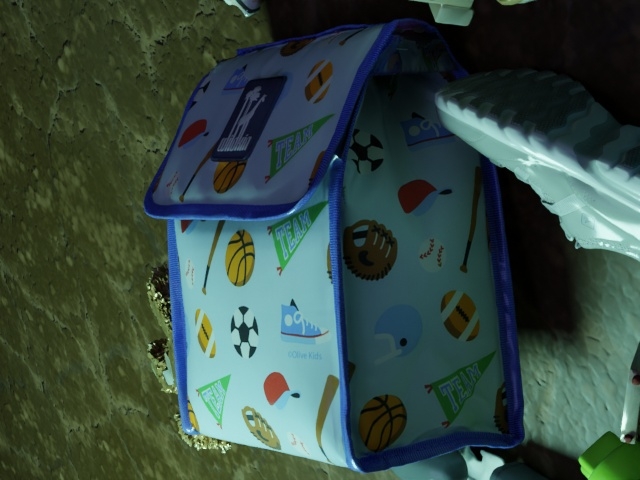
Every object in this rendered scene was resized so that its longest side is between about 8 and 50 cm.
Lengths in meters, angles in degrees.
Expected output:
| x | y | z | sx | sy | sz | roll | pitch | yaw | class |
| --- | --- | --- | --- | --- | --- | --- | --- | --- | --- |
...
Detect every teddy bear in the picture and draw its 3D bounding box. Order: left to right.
| x | y | z | sx | sy | sz | roll | pitch | yaw | class |
| --- | --- | --- | --- | --- | --- | --- | --- | --- | --- |
| -0.127 | 0.144 | 1.713 | 0.245 | 0.113 | 0.338 | 55 | 154 | 30 | teddy bear |

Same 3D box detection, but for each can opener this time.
| x | y | z | sx | sy | sz | roll | pitch | yaw | class |
| --- | --- | --- | --- | --- | --- | --- | --- | --- | --- |
| 0.169 | 0.256 | 1.332 | 0.283 | 0.095 | 0.076 | 26 | 121 | 54 | can opener |

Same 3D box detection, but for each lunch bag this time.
| x | y | z | sx | sy | sz | roll | pitch | yaw | class |
| --- | --- | --- | --- | --- | --- | --- | --- | --- | --- |
| 0.000 | 0.000 | 1.307 | 0.328 | 0.239 | 0.385 | 1 | 95 | 56 | lunch bag |

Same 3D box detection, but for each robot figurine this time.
| x | y | z | sx | sy | sz | roll | pitch | yaw | class |
| --- | --- | --- | --- | --- | --- | --- | --- | --- | --- |
| 0.273 | 0.217 | 1.189 | 0.115 | 0.067 | 0.101 | 45 | 170 | 29 | robot figurine |

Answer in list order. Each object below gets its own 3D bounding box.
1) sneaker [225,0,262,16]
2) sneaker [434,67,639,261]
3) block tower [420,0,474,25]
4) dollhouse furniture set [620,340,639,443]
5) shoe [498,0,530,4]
| x | y | z | sx | sy | sz | roll | pitch | yaw | class |
| --- | --- | --- | --- | --- | --- | --- | --- | --- | --- |
| -0.099 | -0.268 | 1.445 | 0.109 | 0.040 | 0.043 | 42 | 143 | 34 | sneaker |
| 0.193 | -0.047 | 1.100 | 0.281 | 0.105 | 0.115 | 35 | 136 | 38 | sneaker |
| 0.112 | -0.316 | 1.003 | 0.091 | 0.097 | 0.335 | -101 | 22 | -43 | block tower |
| 0.290 | 0.149 | 1.019 | 0.129 | 0.129 | 0.183 | 12 | 123 | 19 | dollhouse furniture set |
| 0.183 | -0.270 | 1.028 | 0.076 | 0.058 | 0.219 | -104 | 23 | -45 | shoe |
